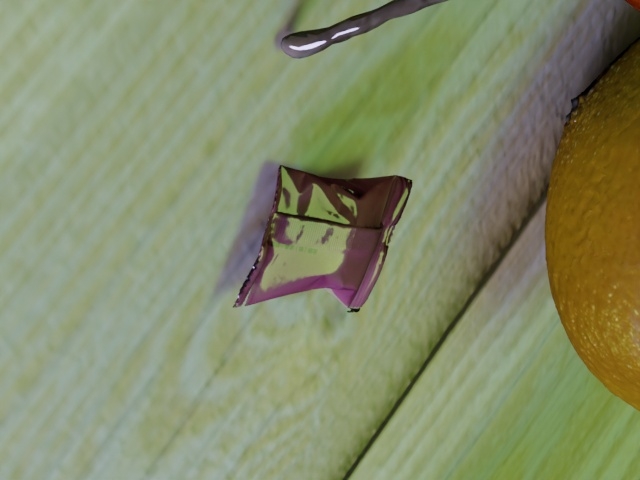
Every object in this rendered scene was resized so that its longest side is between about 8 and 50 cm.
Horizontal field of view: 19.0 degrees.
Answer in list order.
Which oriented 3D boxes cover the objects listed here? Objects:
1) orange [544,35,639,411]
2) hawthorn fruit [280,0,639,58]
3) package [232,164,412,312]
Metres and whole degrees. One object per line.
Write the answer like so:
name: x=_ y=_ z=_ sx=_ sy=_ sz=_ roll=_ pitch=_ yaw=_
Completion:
orange: x=0.215 y=-0.013 z=0.902 sx=0.236 sy=0.236 sz=0.236 roll=-43 pitch=149 yaw=-34
hawthorn fruit: x=0.153 y=-0.169 z=0.604 sx=0.231 sy=0.235 sz=0.263 roll=-43 pitch=151 yaw=-37
package: x=0.000 y=0.000 z=0.735 sx=0.083 sy=0.029 sz=0.059 roll=4 pitch=110 yaw=-53
